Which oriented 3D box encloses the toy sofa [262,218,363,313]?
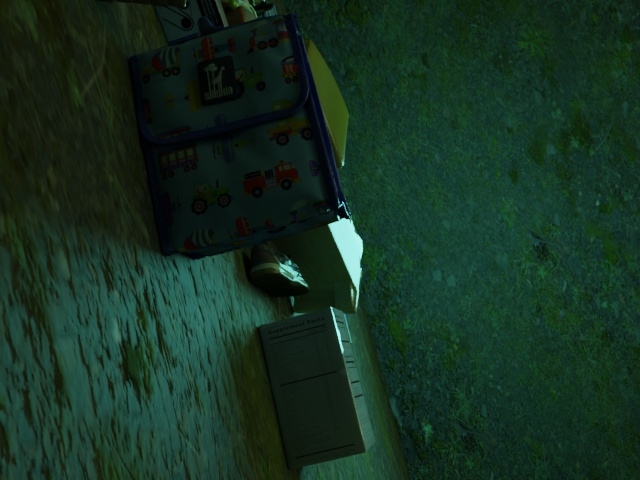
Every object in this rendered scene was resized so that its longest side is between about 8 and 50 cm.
[{"bbox_3d":[-0.023,-0.004,1.378,0.363,0.150,0.177,65,28,-53],"label":"toy sofa"}]

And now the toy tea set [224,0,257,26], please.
[{"bbox_3d":[-0.141,-0.366,1.462,0.336,0.124,0.200,49,27,-74],"label":"toy tea set"}]

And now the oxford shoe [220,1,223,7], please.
[{"bbox_3d":[-0.211,-0.364,1.209,0.076,0.076,0.213,122,-38,-67],"label":"oxford shoe"}]

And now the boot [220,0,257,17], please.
[{"bbox_3d":[-0.200,-0.553,1.513,0.262,0.095,0.204,26,49,-68],"label":"boot"}]

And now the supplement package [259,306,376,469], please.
[{"bbox_3d":[-0.003,0.253,1.161,0.134,0.138,0.244,42,34,-75],"label":"supplement package"}]

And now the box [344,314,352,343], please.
[{"bbox_3d":[0.054,0.255,2.012,0.179,0.043,0.105,50,25,-70],"label":"box"}]

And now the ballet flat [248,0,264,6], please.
[{"bbox_3d":[-0.190,-0.672,1.946,0.232,0.073,0.080,66,10,-53],"label":"ballet flat"}]

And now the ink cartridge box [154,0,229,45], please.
[{"bbox_3d":[-0.200,-0.345,1.066,0.046,0.097,0.207,-89,162,-66],"label":"ink cartridge box"}]

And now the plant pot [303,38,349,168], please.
[{"bbox_3d":[-0.073,-0.257,1.257,0.212,0.212,0.187,-82,161,-51],"label":"plant pot"}]

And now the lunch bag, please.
[{"bbox_3d":[-0.107,-0.145,0.853,0.138,0.220,0.294,28,47,-80],"label":"lunch bag"}]

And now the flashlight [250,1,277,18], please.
[{"bbox_3d":[-0.144,-0.535,1.952,0.103,0.103,0.304,26,-37,42],"label":"flashlight"}]

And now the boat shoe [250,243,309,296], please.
[{"bbox_3d":[-0.076,0.058,1.256,0.223,0.080,0.074,42,38,-69],"label":"boat shoe"}]

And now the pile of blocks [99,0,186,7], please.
[{"bbox_3d":[-0.242,-0.441,0.735,0.113,0.148,0.362,-98,169,-46],"label":"pile of blocks"}]
